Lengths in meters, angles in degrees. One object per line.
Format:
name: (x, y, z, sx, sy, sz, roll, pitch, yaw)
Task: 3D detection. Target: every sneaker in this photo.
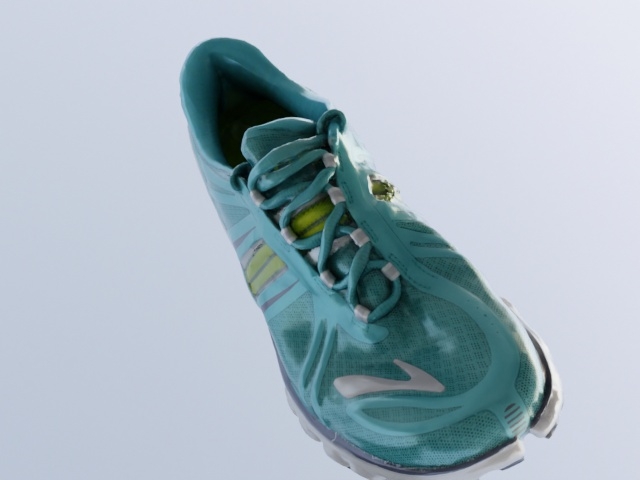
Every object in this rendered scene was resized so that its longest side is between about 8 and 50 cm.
sneaker: (0.000, 0.000, 0.467, 0.107, 0.110, 0.275, -34, -135, -6)
